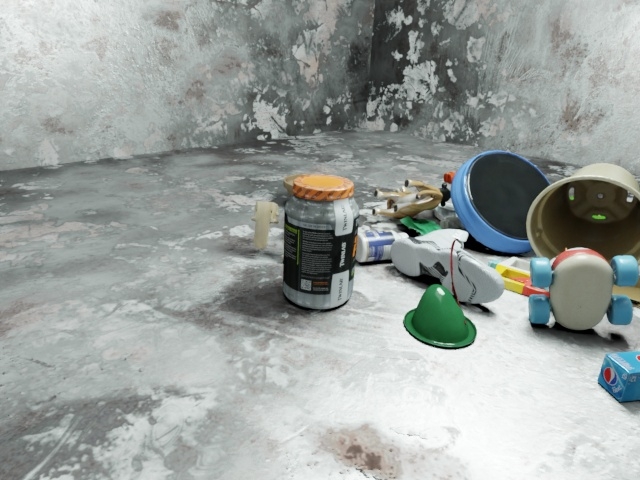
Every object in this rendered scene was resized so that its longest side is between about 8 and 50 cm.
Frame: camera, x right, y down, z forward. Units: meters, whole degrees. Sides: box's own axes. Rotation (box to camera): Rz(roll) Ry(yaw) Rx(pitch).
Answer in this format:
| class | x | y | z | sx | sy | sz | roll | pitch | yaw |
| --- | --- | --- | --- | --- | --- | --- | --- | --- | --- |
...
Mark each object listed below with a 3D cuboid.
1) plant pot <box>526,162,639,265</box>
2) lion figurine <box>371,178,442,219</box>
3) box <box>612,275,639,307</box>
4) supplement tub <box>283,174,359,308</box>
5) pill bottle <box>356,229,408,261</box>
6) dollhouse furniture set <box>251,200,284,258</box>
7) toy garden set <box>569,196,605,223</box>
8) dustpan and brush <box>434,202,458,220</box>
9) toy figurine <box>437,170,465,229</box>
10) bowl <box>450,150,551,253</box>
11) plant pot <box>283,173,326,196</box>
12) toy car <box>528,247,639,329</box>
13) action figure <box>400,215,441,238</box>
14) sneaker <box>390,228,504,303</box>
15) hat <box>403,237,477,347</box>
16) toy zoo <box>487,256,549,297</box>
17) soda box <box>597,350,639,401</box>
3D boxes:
| class | x | y | z | sx | sy | sz | roll | pitch | yaw |
| --- | --- | --- | --- | --- | --- | --- | --- | --- | --- |
| plant pot | 0.860 | -0.091 | 1.456 | 0.333 | 0.334 | 0.305 | 17 | 34 | 31 |
| lion figurine | 0.351 | -0.147 | 1.752 | 0.240 | 0.142 | 0.392 | 3 | 4 | -21 |
| box | 0.919 | 0.144 | 1.353 | 0.164 | 0.021 | 0.201 | 15 | 25 | 28 |
| supplement tub | 0.000 | 0.000 | 1.207 | 0.193 | 0.316 | 0.194 | 3 | 23 | -1 |
| pill bottle | 0.196 | 0.016 | 1.486 | 0.169 | 0.094 | 0.094 | -5 | 23 | -18 |
| dollhouse furniture set | -0.047 | -0.018 | 1.599 | 0.302 | 0.174 | 0.355 | 6 | -2 | 8 |
| toy garden set | 0.967 | -0.077 | 1.703 | 0.203 | 0.049 | 0.244 | -14 | 34 | -28 |
| dustpan and brush | 0.508 | -0.139 | 1.948 | 0.147 | 0.060 | 0.211 | -12 | 27 | -33 |
| toy figurine | 0.535 | -0.153 | 1.771 | 0.148 | 0.213 | 0.210 | -11 | 67 | -22 |
| bowl | 0.654 | -0.147 | 1.635 | 0.390 | 0.077 | 0.392 | 5 | 65 | -12 |
| plant pot | -0.041 | -0.207 | 1.986 | 0.237 | 0.110 | 0.237 | 2 | 23 | -1 |
| toy car | 0.643 | 0.084 | 1.190 | 0.219 | 0.211 | 0.238 | -3 | 26 | 16 |
| action figure | 0.380 | -0.030 | 1.655 | 0.137 | 0.064 | 0.232 | -2 | 16 | -6 |
| sneaker | 0.399 | 0.056 | 1.350 | 0.210 | 0.138 | 0.365 | -18 | 26 | -35 |
| hat | 0.292 | 0.122 | 1.114 | 0.172 | 0.184 | 0.208 | -3 | 23 | -14 |
| toy zoo | 0.639 | 0.117 | 1.373 | 0.293 | 0.030 | 0.192 | 19 | 27 | 34 |
| soda box | 0.684 | 0.270 | 0.945 | 0.209 | 0.071 | 0.067 | -1 | 22 | -10 |
